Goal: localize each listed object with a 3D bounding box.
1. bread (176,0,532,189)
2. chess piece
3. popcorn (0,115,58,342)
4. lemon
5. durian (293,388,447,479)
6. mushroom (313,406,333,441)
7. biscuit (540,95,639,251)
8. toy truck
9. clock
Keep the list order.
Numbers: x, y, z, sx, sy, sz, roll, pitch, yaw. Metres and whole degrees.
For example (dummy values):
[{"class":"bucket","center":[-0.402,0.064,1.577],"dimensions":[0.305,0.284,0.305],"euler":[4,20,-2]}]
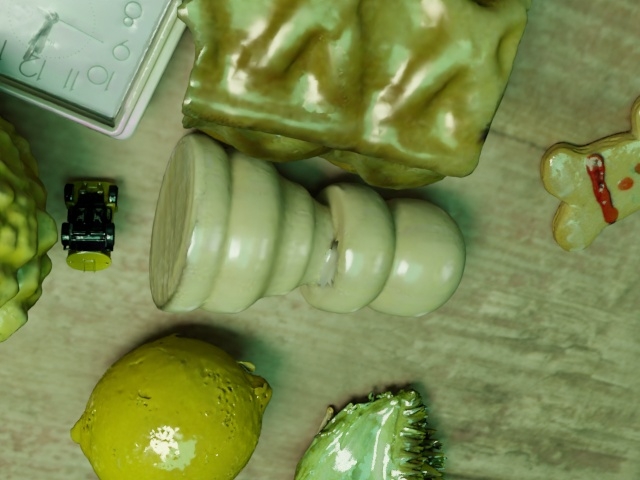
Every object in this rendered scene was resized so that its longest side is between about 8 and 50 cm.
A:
[{"class":"bread","center":[0.013,-0.153,0.671],"dimensions":[0.252,0.238,0.196],"euler":[7,83,-10]},{"class":"chess piece","center":[0.000,0.000,0.803],"dimensions":[0.299,0.167,0.167],"euler":[7,120,-23]},{"class":"popcorn","center":[-0.326,-0.010,0.645],"dimensions":[0.257,0.270,0.224],"euler":[-16,109,37]},{"class":"lemon","center":[-0.149,0.187,0.866],"dimensions":[0.206,0.173,0.174],"euler":[-27,123,-4]},{"class":"durian","center":[0.047,0.345,1.054],"dimensions":[0.198,0.163,0.394],"euler":[24,112,10]},{"class":"mushroom","center":[-0.022,0.320,1.065],"dimensions":[0.026,0.028,0.286],"euler":[30,119,20]},{"class":"biscuit","center":[0.347,-0.083,0.882],"dimensions":[0.234,0.030,0.153],"euler":[-22,125,3]},{"class":"toy truck","center":[-0.214,-0.017,0.779],"dimensions":[0.049,0.083,0.054],"euler":[1,136,-12]},{"class":"clock","center":[-0.216,-0.183,0.681],"dimensions":[0.192,0.071,0.147],"euler":[22,115,-23]}]
